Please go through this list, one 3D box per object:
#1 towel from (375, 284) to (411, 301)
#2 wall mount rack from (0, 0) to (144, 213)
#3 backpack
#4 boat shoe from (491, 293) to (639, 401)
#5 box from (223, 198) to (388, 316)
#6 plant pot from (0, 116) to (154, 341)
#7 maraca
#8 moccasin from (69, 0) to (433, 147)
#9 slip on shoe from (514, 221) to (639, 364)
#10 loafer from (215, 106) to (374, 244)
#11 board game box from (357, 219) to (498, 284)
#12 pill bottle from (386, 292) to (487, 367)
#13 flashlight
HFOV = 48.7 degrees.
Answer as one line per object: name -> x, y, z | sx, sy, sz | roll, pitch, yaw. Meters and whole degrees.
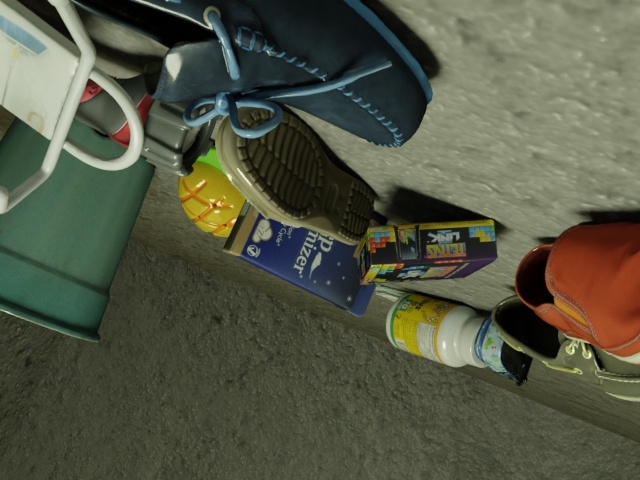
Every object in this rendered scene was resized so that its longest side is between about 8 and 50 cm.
towel -> 0.201, 0.141, 1.526 | 0.152, 0.023, 0.113 | 32, 168, -39
wall mount rack -> -0.312, -0.189, 0.616 | 0.350, 0.130, 0.304 | 36, 132, -4
backpack -> 0.317, 0.178, 1.222 | 0.084, 0.105, 0.114 | 13, 160, 43
boat shoe -> 0.335, 0.127, 0.902 | 0.091, 0.109, 0.305 | 22, 175, -20
box -> 0.000, 0.000, 0.928 | 0.225, 0.136, 0.036 | 28, 169, -25
plant pot -> -0.479, -0.038, 1.258 | 0.341, 0.334, 0.341 | 24, 170, 5
maraca -> -0.153, -0.079, 1.003 | 0.127, 0.099, 0.186 | 8, 138, 31
moccasin -> -0.086, -0.138, 0.460 | 0.342, 0.117, 0.138 | 27, 169, -19
slip on shoe -> 0.251, 0.034, 0.618 | 0.101, 0.123, 0.331 | 27, 175, 3
loafer -> -0.036, -0.063, 0.787 | 0.092, 0.102, 0.268 | 9, 164, 34
board game box -> 0.120, 0.018, 0.845 | 0.141, 0.048, 0.170 | -2, 170, -1
pill bottle -> 0.234, 0.174, 1.348 | 0.117, 0.117, 0.208 | 31, 168, -37
flashlight -> -0.256, -0.175, 0.749 | 0.304, 0.103, 0.103 | 27, 175, 4
